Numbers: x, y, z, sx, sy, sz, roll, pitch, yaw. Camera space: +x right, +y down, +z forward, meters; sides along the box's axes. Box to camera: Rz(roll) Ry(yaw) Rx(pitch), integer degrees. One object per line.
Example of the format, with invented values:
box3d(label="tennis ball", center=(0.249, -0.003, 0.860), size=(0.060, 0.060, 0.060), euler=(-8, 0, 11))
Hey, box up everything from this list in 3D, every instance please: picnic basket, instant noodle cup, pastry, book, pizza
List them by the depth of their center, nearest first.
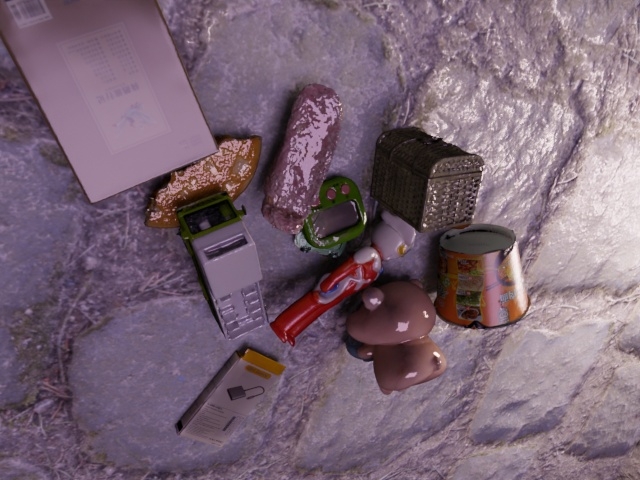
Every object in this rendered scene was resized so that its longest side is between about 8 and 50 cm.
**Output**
box3d(label="book", center=(-0.305, -0.233, 0.762), size=(0.217, 0.021, 0.310), euler=(-26, 113, -16))
box3d(label="pizza", center=(-0.200, -0.103, 0.904), size=(0.246, 0.058, 0.127), euler=(-47, 129, 3))
box3d(label="pastry", center=(-0.035, -0.145, 0.943), size=(0.102, 0.112, 0.265), euler=(22, 89, -10))
box3d(label="picnic basket", center=(0.206, -0.131, 1.032), size=(0.134, 0.196, 0.154), euler=(-10, 120, -22))
box3d(label="instant noodle cup", center=(0.376, 0.075, 1.232), size=(0.230, 0.230, 0.182), euler=(-18, 114, -20))

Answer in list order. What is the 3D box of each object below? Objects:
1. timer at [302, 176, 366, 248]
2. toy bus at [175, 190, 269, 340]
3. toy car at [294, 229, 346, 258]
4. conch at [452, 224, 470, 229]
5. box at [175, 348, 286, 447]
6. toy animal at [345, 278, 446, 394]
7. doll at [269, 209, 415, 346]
box3d(label="timer", center=(0.020, -0.055, 1.039), size=(0.140, 0.047, 0.128), euler=(-22, 102, -22))
box3d(label="toy bus", center=(-0.164, 0.063, 0.933), size=(0.113, 0.139, 0.302), euler=(-23, 142, -16))
box3d(label="toy car", center=(0.000, 0.000, 1.086), size=(0.122, 0.035, 0.059), euler=(12, 108, -25))
box3d(label="conch", center=(0.285, -0.074, 1.173), size=(0.232, 0.086, 0.080), euler=(14, 107, -36))
box3d(label="box", center=(-0.197, 0.348, 1.162), size=(0.129, 0.033, 0.247), euler=(37, 94, -37))
box3d(label="toy animal", center=(0.177, 0.221, 1.172), size=(0.210, 0.221, 0.230), euler=(2, 124, -49))
box3d(label="doll", center=(0.059, 0.077, 1.105), size=(0.384, 0.099, 0.188), euler=(-43, 167, -4))
